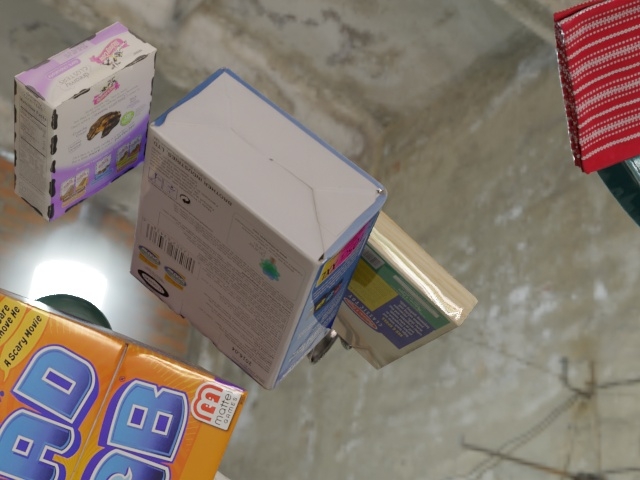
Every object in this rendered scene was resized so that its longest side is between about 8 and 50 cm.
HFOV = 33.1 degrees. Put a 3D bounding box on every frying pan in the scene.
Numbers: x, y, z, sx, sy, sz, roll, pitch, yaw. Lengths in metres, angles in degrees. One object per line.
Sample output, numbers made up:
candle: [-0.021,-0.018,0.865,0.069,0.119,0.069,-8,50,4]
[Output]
frying pan: [0.043,0.128,1.976,0.053,0.197,0.326,30,10,12]

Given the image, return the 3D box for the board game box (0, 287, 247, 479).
board game box: [-0.364,0.298,1.541,0.356,0.356,0.356,24,-8,-15]

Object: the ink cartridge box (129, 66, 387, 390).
ink cartridge box: [-0.099,0.013,1.395,0.270,0.151,0.395,39,-35,13]

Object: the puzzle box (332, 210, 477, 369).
puzzle box: [0.000,0.000,1.497,0.409,0.052,0.272,44,-28,-3]

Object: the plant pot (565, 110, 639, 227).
plant pot: [0.576,-0.181,1.731,0.255,0.272,0.271,-34,-37,5]

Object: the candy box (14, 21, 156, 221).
candy box: [-0.287,-0.143,1.310,0.070,0.165,0.196,37,-40,17]

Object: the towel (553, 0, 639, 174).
towel: [0.432,-0.226,1.490,0.199,0.031,0.275,-19,-49,3]

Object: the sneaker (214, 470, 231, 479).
sneaker: [-0.235,0.565,2.346,0.305,0.114,0.152,31,-27,12]

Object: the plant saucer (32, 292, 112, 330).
plant saucer: [-0.546,0.263,2.184,0.317,0.318,0.044,-3,-24,20]
